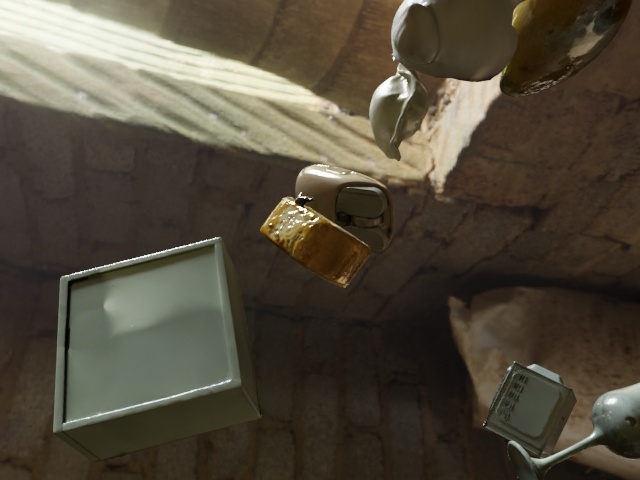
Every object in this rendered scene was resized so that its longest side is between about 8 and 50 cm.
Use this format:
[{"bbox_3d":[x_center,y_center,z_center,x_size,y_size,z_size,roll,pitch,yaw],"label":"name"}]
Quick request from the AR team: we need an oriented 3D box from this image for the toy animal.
[{"bbox_3d":[0.126,-0.248,0.602,0.127,0.179,0.193,33,139,31],"label":"toy animal"}]

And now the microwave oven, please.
[{"bbox_3d":[0.413,0.335,1.279,0.162,0.122,0.208,-62,-29,-8],"label":"microwave oven"}]

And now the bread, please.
[{"bbox_3d":[0.000,0.000,0.801,0.149,0.122,0.073,33,90,46],"label":"bread"}]

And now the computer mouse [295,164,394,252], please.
[{"bbox_3d":[0.034,-0.059,1.185,0.237,0.082,0.145,24,125,44],"label":"computer mouse"}]

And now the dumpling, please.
[{"bbox_3d":[0.138,-0.236,1.117,0.169,0.100,0.134,-60,-1,-9],"label":"dumpling"}]

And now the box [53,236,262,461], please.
[{"bbox_3d":[-0.210,0.142,0.853,0.117,0.225,0.224,76,180,-53],"label":"box"}]

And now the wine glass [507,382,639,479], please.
[{"bbox_3d":[0.316,0.222,0.736,0.079,0.196,0.079,157,90,-83],"label":"wine glass"}]

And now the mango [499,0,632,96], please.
[{"bbox_3d":[0.432,-0.380,1.170,0.316,0.193,0.146,113,154,-49],"label":"mango"}]
